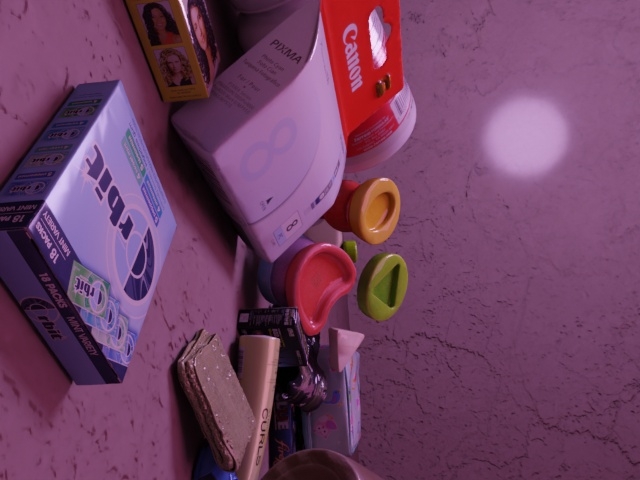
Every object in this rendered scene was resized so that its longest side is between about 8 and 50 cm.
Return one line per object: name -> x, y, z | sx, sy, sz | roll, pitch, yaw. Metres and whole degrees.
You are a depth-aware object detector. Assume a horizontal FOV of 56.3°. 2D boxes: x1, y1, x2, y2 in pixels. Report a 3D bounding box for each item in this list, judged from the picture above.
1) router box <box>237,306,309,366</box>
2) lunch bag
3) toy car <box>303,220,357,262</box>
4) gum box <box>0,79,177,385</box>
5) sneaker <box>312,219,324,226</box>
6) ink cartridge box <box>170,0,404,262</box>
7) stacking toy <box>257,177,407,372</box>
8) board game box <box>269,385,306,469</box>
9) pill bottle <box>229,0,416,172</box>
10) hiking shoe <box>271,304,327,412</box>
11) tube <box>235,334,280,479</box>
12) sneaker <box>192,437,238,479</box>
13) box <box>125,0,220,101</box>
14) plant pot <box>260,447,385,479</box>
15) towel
router box -> -0.073, 0.156, 0.953 | 0.123, 0.092, 0.038 | 78, 12, -47
lunch bag -> 0.023, 0.328, 1.213 | 0.279, 0.107, 0.224 | 56, 33, -74
toy car -> 0.000, 0.000, 1.422 | 0.188, 0.154, 0.149 | 106, -18, -83
gum box -> -0.173, -0.010, 0.466 | 0.184, 0.041, 0.157 | -87, 170, -48
sneaker -> -0.077, -0.133, 1.122 | 0.292, 0.108, 0.169 | 49, 24, -73
ink cartridge box -> 0.007, -0.177, 0.841 | 0.091, 0.385, 0.308 | 42, -13, 25
stacking toy -> 0.024, 0.054, 1.094 | 0.309, 0.130, 0.280 | -43, 131, -31
board game box -> -0.054, 0.367, 1.179 | 0.243, 0.042, 0.165 | 53, 34, -76
pill bottle -> 0.001, -0.325, 1.036 | 0.408, 0.228, 0.229 | 53, 30, -46
hiking shoe -> -0.056, 0.188, 1.069 | 0.114, 0.086, 0.227 | 36, 26, -47
tube -> -0.097, 0.260, 0.865 | 0.070, 0.062, 0.240 | 17, 73, -43
sneaker -> -0.105, 0.315, 0.675 | 0.069, 0.082, 0.209 | 75, 11, -47
box -> -0.163, -0.264, 0.611 | 0.232, 0.058, 0.087 | 77, 11, -46
plant pot -> 0.028, 0.476, 0.922 | 0.323, 0.323, 0.280 | -84, 152, -52
towel -> -0.121, 0.184, 0.701 | 0.110, 0.027, 0.148 | -60, 127, -76
